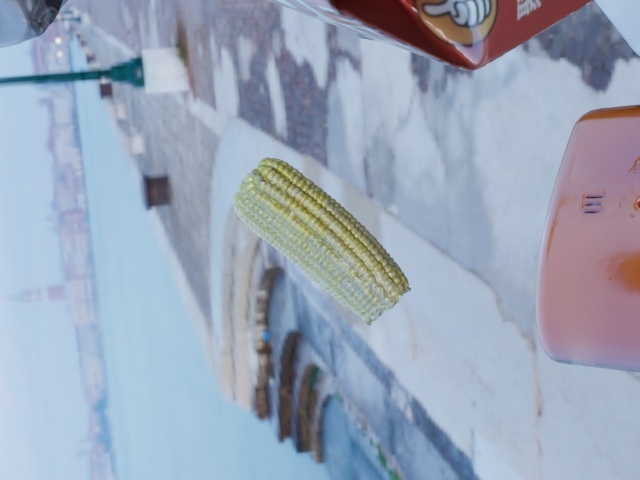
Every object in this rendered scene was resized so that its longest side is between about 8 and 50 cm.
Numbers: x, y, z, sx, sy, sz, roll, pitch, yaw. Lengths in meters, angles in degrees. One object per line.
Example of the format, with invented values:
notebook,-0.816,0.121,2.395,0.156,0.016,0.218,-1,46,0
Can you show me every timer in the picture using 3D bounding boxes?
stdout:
timer,0.335,0.005,0.965,0.257,0.161,0.250,1,64,50

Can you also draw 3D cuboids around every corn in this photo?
corn,0.000,0.000,0.871,0.165,0.063,0.085,42,139,-1

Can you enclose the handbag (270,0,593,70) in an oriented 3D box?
handbag,0.063,-0.189,0.518,0.171,0.298,0.151,33,149,47

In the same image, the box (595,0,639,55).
box,0.404,-0.247,1.010,0.285,0.142,0.044,-2,57,50

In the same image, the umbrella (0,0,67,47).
umbrella,-0.131,-0.229,0.643,0.337,0.073,0.067,-68,-31,-44
